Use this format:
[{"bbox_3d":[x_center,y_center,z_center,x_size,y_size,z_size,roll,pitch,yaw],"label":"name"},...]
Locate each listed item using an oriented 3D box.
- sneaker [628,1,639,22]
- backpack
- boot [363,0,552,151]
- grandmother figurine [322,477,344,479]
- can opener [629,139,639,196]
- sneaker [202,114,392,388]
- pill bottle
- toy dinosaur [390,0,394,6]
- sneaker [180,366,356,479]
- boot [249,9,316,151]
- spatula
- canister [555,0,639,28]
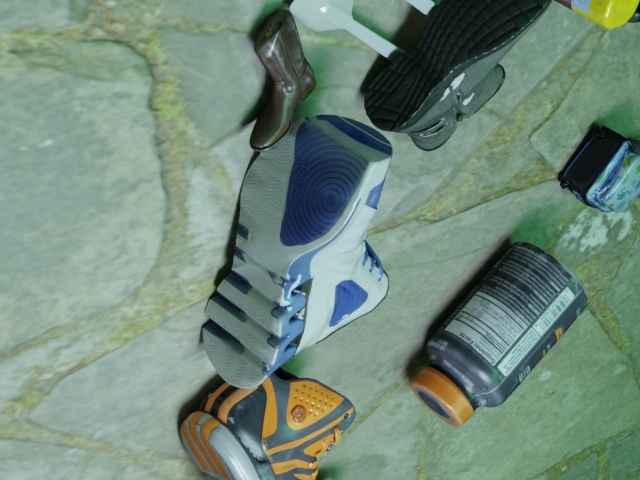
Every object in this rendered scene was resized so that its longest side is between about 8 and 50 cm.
[{"bbox_3d":[0.355,-0.375,1.860,0.109,0.130,0.286,-31,141,-32],"label":"sneaker"},{"bbox_3d":[0.392,-0.087,2.236,0.105,0.084,0.114,-55,153,4],"label":"backpack"},{"bbox_3d":[0.163,-0.198,1.778,0.246,0.083,0.161,-41,161,18],"label":"boot"},{"bbox_3d":[-0.071,0.381,2.025,0.342,0.104,0.208,-19,143,-42],"label":"grandmother figurine"},{"bbox_3d":[0.516,-0.073,2.413,0.076,0.095,0.283,-60,150,6],"label":"can opener"},{"bbox_3d":[0.000,0.001,1.746,0.182,0.127,0.315,-18,140,-51],"label":"sneaker"},{"bbox_3d":[0.227,0.128,2.167,0.245,0.130,0.130,-47,149,-13],"label":"pill bottle"},{"bbox_3d":[0.100,-0.322,1.645,0.093,0.053,0.183,-27,155,-23],"label":"toy dinosaur"},{"bbox_3d":[-0.018,0.272,1.894,0.180,0.124,0.321,-41,125,-27],"label":"sneaker"},{"bbox_3d":[-0.048,-0.154,1.593,0.106,0.037,0.114,-59,156,-20],"label":"boot"},{"bbox_3d":[0.075,-0.253,1.658,0.168,0.019,0.242,-46,156,11],"label":"spatula"},{"bbox_3d":[0.265,-0.313,1.751,0.073,0.170,0.126,-18,133,-47],"label":"canister"}]
